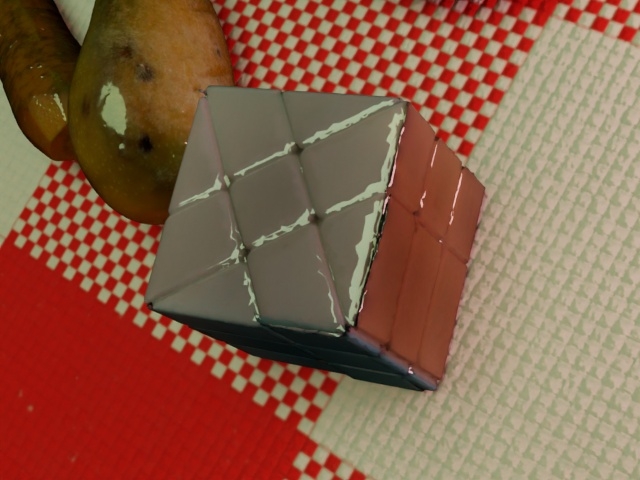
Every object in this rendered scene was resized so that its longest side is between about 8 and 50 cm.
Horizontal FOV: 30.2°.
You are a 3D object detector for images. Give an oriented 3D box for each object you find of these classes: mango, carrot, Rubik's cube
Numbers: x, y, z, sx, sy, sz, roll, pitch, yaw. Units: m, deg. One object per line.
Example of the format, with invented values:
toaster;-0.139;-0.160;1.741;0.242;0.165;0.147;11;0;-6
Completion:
mango;-0.186;-0.178;1.318;0.175;0.176;0.330;-8;63;11
carrot;-0.346;-0.221;1.453;0.114;0.114;0.302;-38;57;10
Rubik's cube;0.000;0.000;1.127;0.231;0.224;0.221;7;75;29
